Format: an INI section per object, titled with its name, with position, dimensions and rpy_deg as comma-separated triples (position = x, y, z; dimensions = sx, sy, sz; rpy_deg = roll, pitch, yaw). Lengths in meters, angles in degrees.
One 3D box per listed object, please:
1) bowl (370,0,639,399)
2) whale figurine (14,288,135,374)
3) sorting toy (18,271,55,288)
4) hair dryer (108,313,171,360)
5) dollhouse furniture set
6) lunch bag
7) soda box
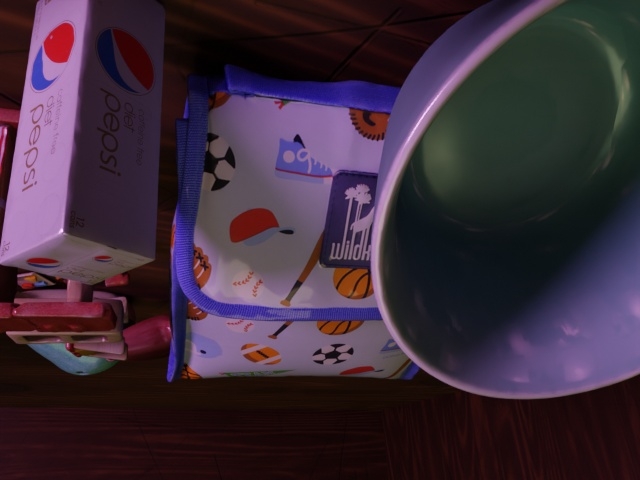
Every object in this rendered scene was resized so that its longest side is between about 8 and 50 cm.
[bowl]
position = 0.167, -0.052, 0.418
dimensions = 0.311, 0.163, 0.312
rpy_deg = -6, 124, -9
[whale figurine]
position = -0.463, 0.162, 1.033
dimensions = 0.216, 0.141, 0.272
rpy_deg = -18, 155, 30
[sorting toy]
position = -0.502, 0.072, 0.982
dimensions = 0.083, 0.012, 0.062
rpy_deg = -9, 157, 11
[hair dryer]
position = -0.249, 0.140, 1.055
dimensions = 0.293, 0.080, 0.223
rpy_deg = -25, 163, -22
[dollhouse furniture set]
position = -0.309, 0.023, 0.681
dimensions = 0.152, 0.201, 0.374
rpy_deg = 2, 163, -15
[lunch bag]
position = 0.000, 0.000, 0.636
dimensions = 0.327, 0.239, 0.385
rpy_deg = 3, 141, -16
[soda box]
position = -0.161, -0.084, 0.409
dimensions = 0.074, 0.216, 0.069
rpy_deg = -18, 154, 31
